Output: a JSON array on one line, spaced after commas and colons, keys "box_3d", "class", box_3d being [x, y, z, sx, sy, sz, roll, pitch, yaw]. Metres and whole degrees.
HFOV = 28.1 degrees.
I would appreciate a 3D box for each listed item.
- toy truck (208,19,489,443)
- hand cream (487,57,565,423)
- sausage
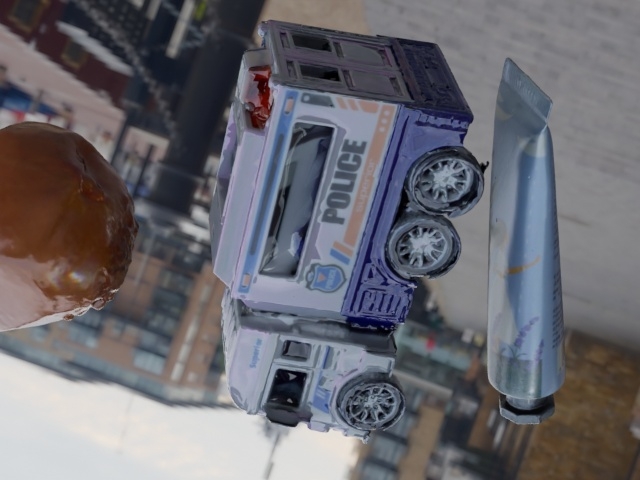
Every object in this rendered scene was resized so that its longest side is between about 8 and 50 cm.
[{"box_3d": [0.000, 0.000, 0.860, 0.155, 0.268, 0.124, 8, -150, -13], "class": "toy truck"}, {"box_3d": [0.147, 0.009, 0.919, 0.058, 0.271, 0.091, -8, -152, -6], "class": "hand cream"}, {"box_3d": [-0.262, -0.005, 1.027, 0.268, 0.141, 0.153, -6, 137, 43], "class": "sausage"}]
